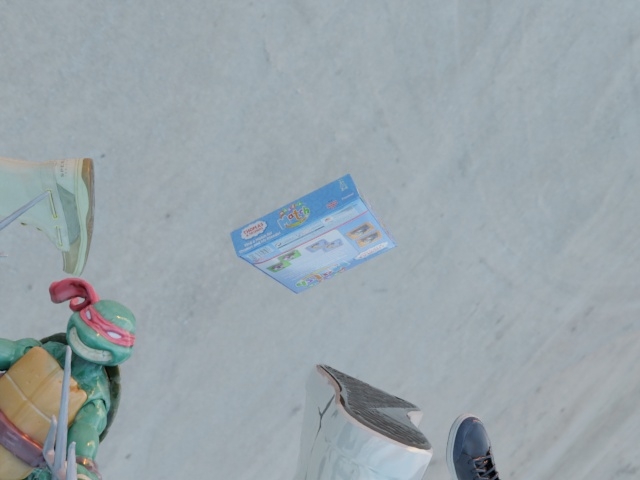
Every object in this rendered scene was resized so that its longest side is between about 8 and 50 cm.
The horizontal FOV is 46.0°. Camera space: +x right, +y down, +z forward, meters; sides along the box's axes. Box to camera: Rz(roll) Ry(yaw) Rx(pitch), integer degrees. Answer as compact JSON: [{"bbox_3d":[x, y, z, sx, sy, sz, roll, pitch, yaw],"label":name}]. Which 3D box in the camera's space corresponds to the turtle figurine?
[{"bbox_3d":[-0.171,0.102,0.416,0.234,0.175,0.118,-54,153,-1],"label":"turtle figurine"}]

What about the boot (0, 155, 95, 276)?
[{"bbox_3d":[-0.401,-0.035,1.047,0.165,0.077,0.213,4,136,-14],"label":"boot"}]

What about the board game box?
[{"bbox_3d":[0.000,0.000,0.960,0.160,0.039,0.211,-26,157,9],"label":"board game box"}]

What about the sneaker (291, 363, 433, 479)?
[{"bbox_3d":[0.017,0.176,0.605,0.290,0.106,0.123,32,81,-85],"label":"sneaker"}]

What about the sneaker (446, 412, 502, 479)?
[{"bbox_3d":[0.273,0.384,1.145,0.086,0.163,0.226,-7,91,-28],"label":"sneaker"}]
